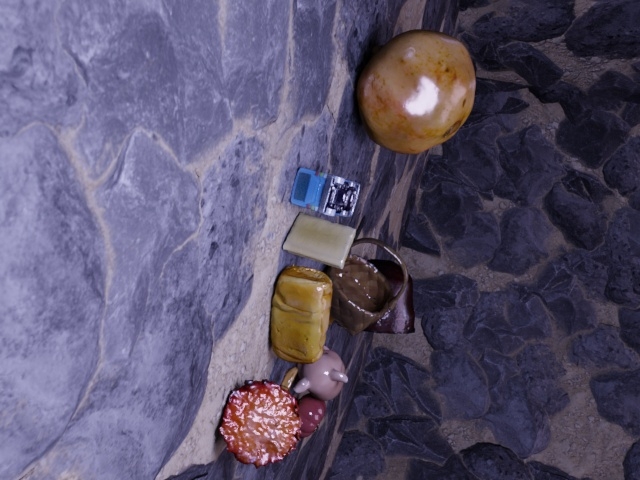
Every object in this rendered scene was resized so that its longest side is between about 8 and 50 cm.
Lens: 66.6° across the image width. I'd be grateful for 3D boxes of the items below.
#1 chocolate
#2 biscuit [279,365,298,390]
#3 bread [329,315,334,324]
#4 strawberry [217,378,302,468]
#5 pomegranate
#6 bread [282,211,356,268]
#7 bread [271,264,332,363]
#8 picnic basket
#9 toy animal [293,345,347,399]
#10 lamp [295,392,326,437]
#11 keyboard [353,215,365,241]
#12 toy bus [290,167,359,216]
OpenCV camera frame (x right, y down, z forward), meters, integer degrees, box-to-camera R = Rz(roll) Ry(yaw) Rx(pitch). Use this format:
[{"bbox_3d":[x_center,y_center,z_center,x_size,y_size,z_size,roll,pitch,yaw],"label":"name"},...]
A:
[{"bbox_3d":[0.268,0.255,2.291,0.383,0.384,0.331,18,74,-74],"label":"chocolate"},{"bbox_3d":[-0.165,0.576,1.568,0.216,0.047,0.339,-50,163,-66],"label":"biscuit"},{"bbox_3d":[0.026,0.274,1.897,0.125,0.082,0.106,-47,142,-63],"label":"bread"},{"bbox_3d":[-0.178,0.492,1.353,0.234,0.234,0.178,-69,-168,-18],"label":"strawberry"},{"bbox_3d":[0.302,-0.499,1.605,0.411,0.411,0.411,16,90,-74],"label":"pomegranate"},{"bbox_3d":[0.000,0.001,1.388,0.060,0.178,0.139,88,24,-57],"label":"bread"},{"bbox_3d":[-0.054,0.222,1.439,0.132,0.167,0.294,-49,151,-55],"label":"bread"},{"bbox_3d":[0.176,0.143,1.819,0.337,0.293,0.337,-48,177,-3],"label":"picnic basket"},{"bbox_3d":[0.009,0.496,1.866,0.256,0.195,0.213,66,9,-57],"label":"toy animal"},{"bbox_3d":[-0.061,0.685,1.926,0.182,0.140,0.182,-56,173,-11],"label":"lamp"},{"bbox_3d":[0.176,-0.047,2.215,0.053,0.010,0.155,89,23,-48],"label":"keyboard"},{"bbox_3d":[0.019,-0.136,1.401,0.234,0.133,0.116,0,106,-68],"label":"toy bus"}]
